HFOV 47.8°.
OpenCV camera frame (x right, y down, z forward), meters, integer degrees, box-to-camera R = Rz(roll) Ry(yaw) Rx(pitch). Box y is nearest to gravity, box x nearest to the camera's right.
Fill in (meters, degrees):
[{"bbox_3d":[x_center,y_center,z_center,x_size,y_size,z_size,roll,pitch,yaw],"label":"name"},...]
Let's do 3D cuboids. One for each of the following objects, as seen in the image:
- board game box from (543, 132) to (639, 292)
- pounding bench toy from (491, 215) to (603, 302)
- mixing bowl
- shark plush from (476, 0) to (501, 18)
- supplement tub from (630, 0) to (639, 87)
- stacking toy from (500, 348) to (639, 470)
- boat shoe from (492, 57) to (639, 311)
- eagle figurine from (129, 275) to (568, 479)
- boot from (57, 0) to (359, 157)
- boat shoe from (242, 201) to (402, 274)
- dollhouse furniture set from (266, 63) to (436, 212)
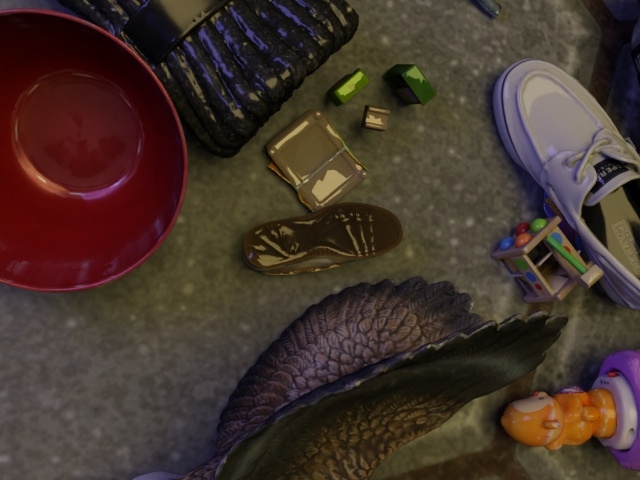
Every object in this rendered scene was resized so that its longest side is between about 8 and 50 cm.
[{"bbox_3d":[0.300,-0.030,0.714,0.133,0.033,0.168,-38,95,-20],"label":"board game box"},{"bbox_3d":[0.206,0.013,0.648,0.052,0.083,0.065,-39,97,-20],"label":"pounding bench toy"},{"bbox_3d":[-0.179,-0.065,0.499,0.182,0.098,0.181,-2,108,-5],"label":"mixing bowl"},{"bbox_3d":[0.105,-0.264,0.685,0.161,0.073,0.067,30,93,-34],"label":"shark plush"},{"bbox_3d":[0.416,-0.131,0.685,0.194,0.193,0.315,-12,86,-21],"label":"supplement tub"},{"bbox_3d":[0.307,0.154,0.646,0.302,0.175,0.165,0,87,-6],"label":"stacking toy"},{"bbox_3d":[0.248,-0.052,0.652,0.096,0.088,0.267,-26,87,1],"label":"boat shoe"},{"bbox_3d":[0.007,0.143,0.497,0.225,0.226,0.298,24,91,-52],"label":"eagle figurine"},{"bbox_3d":[-0.059,-0.262,0.564,0.260,0.131,0.348,38,83,-4],"label":"boot"},{"bbox_3d":[0.000,0.000,0.597,0.136,0.045,0.050,-6,76,-16],"label":"boat shoe"},{"bbox_3d":[0.024,-0.097,0.632,0.152,0.058,0.076,-40,105,-1],"label":"dollhouse furniture set"}]
